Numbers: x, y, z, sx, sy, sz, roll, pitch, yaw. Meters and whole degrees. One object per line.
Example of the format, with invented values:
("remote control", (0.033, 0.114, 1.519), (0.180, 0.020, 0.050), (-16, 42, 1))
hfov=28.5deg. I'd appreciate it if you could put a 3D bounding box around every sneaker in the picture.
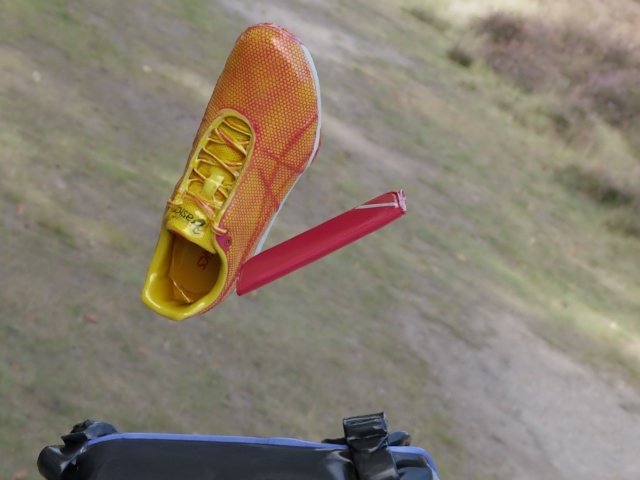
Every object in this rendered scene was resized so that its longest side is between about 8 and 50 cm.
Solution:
("sneaker", (-0.046, -0.030, 0.665), (0.064, 0.175, 0.067), (25, 26, 13))

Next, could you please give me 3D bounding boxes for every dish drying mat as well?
("dish drying mat", (0.000, 0.000, 0.566), (0.008, 0.083, 0.032), (61, 11, -19))

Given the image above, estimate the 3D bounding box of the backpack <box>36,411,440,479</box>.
("backpack", (-0.014, 0.107, 0.342), (0.105, 0.114, 0.084), (-3, 56, 12))
